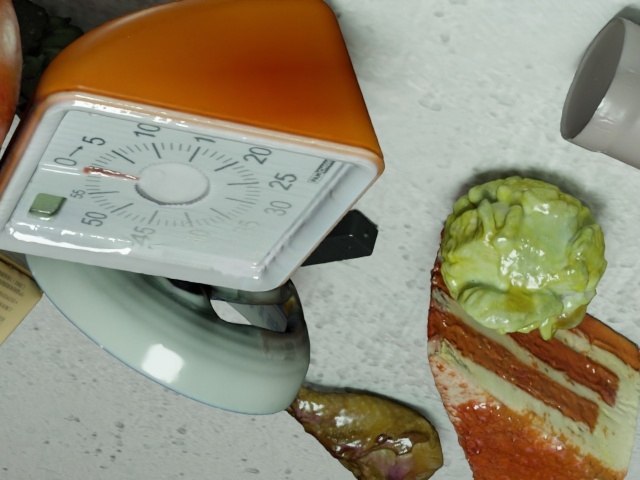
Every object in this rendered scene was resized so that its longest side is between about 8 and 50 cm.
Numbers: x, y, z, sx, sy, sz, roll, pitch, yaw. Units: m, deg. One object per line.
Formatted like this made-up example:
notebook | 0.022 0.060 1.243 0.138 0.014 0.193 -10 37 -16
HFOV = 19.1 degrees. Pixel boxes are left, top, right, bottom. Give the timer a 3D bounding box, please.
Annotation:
timer | -0.119 -0.069 1.440 0.250 0.161 0.257 -4 158 -25

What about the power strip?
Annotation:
power strip | 0.000 0.000 1.709 0.111 0.029 0.038 -9 143 40

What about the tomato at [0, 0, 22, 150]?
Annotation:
tomato | -0.381 -0.137 1.364 0.309 0.309 0.170 4 173 19

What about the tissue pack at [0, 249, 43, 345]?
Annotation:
tissue pack | -0.449 0.001 1.775 0.305 0.238 0.238 35 145 -31

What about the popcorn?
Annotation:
popcorn | 0.166 0.011 1.571 0.135 0.162 0.141 41 134 26

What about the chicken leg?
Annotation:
chicken leg | 0.010 0.184 1.975 0.252 0.087 0.107 26 128 -5

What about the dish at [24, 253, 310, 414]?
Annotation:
dish | -0.105 0.017 1.648 0.273 0.273 0.134 27 108 -19

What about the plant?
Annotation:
plant | -0.246 -0.148 1.517 0.143 0.094 0.092 35 134 -22

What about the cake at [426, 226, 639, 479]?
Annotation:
cake | 0.193 0.116 1.689 0.160 0.158 0.262 0 146 18

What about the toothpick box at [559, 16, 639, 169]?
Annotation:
toothpick box | 0.260 -0.087 1.370 0.149 0.098 0.098 22 149 -11
